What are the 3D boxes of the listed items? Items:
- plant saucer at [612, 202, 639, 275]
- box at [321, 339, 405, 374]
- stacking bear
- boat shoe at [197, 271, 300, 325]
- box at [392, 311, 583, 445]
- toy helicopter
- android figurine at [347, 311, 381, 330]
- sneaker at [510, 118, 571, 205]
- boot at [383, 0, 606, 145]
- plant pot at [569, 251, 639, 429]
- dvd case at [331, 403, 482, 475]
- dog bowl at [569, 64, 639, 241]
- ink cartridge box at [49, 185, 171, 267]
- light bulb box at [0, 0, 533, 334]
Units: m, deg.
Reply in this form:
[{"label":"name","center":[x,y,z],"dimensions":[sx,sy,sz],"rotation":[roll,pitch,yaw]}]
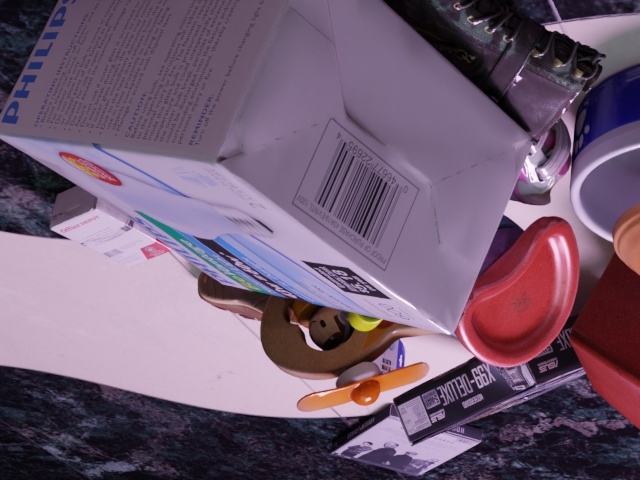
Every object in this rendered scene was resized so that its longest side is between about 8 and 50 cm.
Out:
[{"label":"plant saucer","center":[0.425,0.008,1.650],"dimensions":[0.200,0.037,0.200],"rotation":[6,153,3]},{"label":"box","center":[0.065,0.163,2.210],"dimensions":[0.136,0.081,0.028],"rotation":[24,148,-28]},{"label":"stacking bear","center":[0.145,0.014,1.736],"dimensions":[0.289,0.175,0.164],"rotation":[35,162,44]},{"label":"boat shoe","center":[-0.089,0.083,2.122],"dimensions":[0.178,0.064,0.060],"rotation":[15,157,-1]},{"label":"box","center":[0.281,0.181,2.078],"dimensions":[0.242,0.076,0.307],"rotation":[-14,167,-36]},{"label":"toy helicopter","center":[0.091,0.113,1.947],"dimensions":[0.355,0.235,0.140],"rotation":[-5,150,16]},{"label":"android figurine","center":[0.000,0.000,1.802],"dimensions":[0.056,0.248,0.273],"rotation":[-35,176,-12]},{"label":"sneaker","center":[0.221,-0.116,1.602],"dimensions":[0.111,0.103,0.252],"rotation":[21,163,14]},{"label":"boot","center":[0.161,-0.212,1.387],"dimensions":[0.229,0.091,0.263],"rotation":[27,150,3]},{"label":"plant pot","center":[0.465,0.125,1.842],"dimensions":[0.236,0.267,0.267],"rotation":[22,162,32]},{"label":"dvd case","center":[0.148,0.354,2.608],"dimensions":[0.179,0.029,0.239],"rotation":[18,150,-19]},{"label":"dog bowl","center":[0.408,-0.087,1.628],"dimensions":[0.265,0.104,0.265],"rotation":[6,152,3]},{"label":"ink cartridge box","center":[-0.273,-0.024,1.961],"dimensions":[0.099,0.056,0.135],"rotation":[-19,143,40]},{"label":"light bulb box","center":[-0.056,-0.103,1.454],"dimensions":[0.361,0.225,0.358],"rotation":[9,160,48]}]
